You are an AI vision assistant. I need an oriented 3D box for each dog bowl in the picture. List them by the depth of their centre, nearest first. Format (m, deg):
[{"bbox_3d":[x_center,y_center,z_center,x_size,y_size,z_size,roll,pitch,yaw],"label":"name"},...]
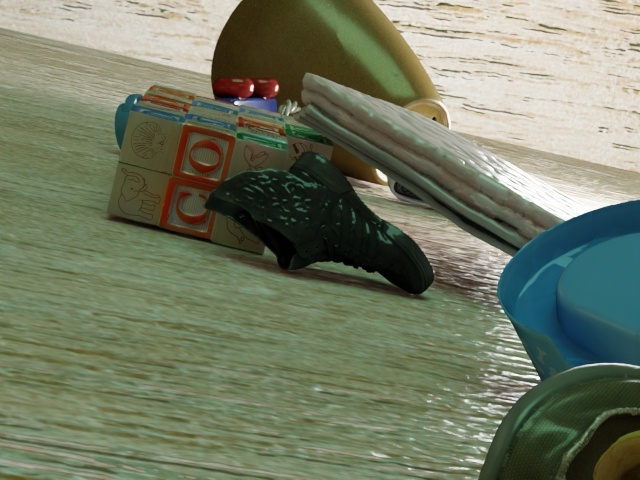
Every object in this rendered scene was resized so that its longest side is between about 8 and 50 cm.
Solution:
[{"bbox_3d":[0.232,0.063,0.877,0.166,0.074,0.297,-30,31,-24],"label":"dog bowl"}]

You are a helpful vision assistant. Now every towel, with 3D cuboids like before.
[{"bbox_3d":[0.166,-0.034,1.370,0.332,0.053,0.317,34,11,25],"label":"towel"}]

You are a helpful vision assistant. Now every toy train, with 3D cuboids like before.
[{"bbox_3d":[-0.113,-0.122,1.648,0.143,0.105,0.248,2,6,15],"label":"toy train"}]

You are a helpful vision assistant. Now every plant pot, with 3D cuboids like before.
[{"bbox_3d":[0.032,-0.175,1.863,0.237,0.237,0.254,5,28,-43],"label":"plant pot"}]

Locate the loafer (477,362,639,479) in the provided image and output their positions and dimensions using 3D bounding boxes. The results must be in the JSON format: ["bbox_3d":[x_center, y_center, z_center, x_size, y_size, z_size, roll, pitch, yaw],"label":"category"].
[{"bbox_3d":[0.170,0.108,0.625,0.251,0.094,0.087,8,7,-35],"label":"loafer"}]

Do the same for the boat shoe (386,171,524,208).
[{"bbox_3d":[0.166,-0.055,1.739,0.184,0.066,0.063,16,23,-2],"label":"boat shoe"}]

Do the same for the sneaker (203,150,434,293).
[{"bbox_3d":[0.001,-0.001,1.166,0.170,0.089,0.051,45,-26,-4],"label":"sneaker"}]

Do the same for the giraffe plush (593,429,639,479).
[{"bbox_3d":[0.171,0.114,0.459,0.170,0.181,0.210,-5,11,27],"label":"giraffe plush"}]

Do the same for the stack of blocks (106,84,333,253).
[{"bbox_3d":[-0.081,-0.065,1.332,0.171,0.087,0.297,13,9,-4],"label":"stack of blocks"}]
